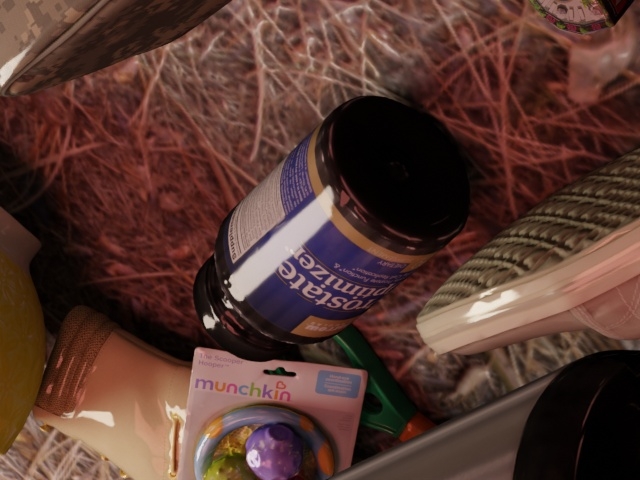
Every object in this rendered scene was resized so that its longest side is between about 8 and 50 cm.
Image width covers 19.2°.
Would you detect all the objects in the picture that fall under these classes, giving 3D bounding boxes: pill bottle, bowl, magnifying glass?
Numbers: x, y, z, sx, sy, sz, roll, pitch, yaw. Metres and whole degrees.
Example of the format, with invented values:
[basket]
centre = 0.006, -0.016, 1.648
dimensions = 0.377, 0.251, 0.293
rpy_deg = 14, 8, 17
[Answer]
[pill bottle]
centre = 0.000, 0.000, 1.366
dimensions = 0.123, 0.123, 0.219
rpy_deg = 45, 135, -3
[bowl]
centre = -0.321, 0.027, 1.553
dimensions = 0.289, 0.156, 0.289
rpy_deg = 39, 172, 7
[magnifying glass]
centre = 0.050, 0.131, 1.503
dimensions = 0.231, 0.026, 0.092
rpy_deg = 37, 135, 8

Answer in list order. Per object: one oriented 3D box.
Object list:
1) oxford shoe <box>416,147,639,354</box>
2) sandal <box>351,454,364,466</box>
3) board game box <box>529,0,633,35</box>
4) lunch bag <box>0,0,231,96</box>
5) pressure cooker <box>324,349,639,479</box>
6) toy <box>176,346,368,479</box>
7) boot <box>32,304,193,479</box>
[oxford shoe]
centre = 0.244, 0.003, 1.180
dimensions = 0.449, 0.169, 0.130
rpy_deg = -24, 108, 37
[sandal]
centre = 0.086, 0.309, 1.576
dimensions = 0.120, 0.086, 0.303
rpy_deg = -16, 97, 45
[board game box]
centre = 0.115, -0.215, 1.075
dimensions = 0.060, 0.194, 0.194
rpy_deg = -19, 110, 41
[lunch bag]
centre = -0.139, -0.269, 1.209
dimensions = 0.305, 0.212, 0.256
rpy_deg = -31, 86, 43
[pressure cooker]
centre = 0.141, 0.303, 1.320
dimensions = 0.420, 0.375, 0.370
rpy_deg = -29, 84, 40
[toy]
centre = -0.047, 0.205, 1.506
dimensions = 0.137, 0.056, 0.237
rpy_deg = 8, 121, -4
[boot]
centre = -0.148, 0.192, 1.626
dimensions = 0.203, 0.095, 0.262
rpy_deg = 23, 128, 17
